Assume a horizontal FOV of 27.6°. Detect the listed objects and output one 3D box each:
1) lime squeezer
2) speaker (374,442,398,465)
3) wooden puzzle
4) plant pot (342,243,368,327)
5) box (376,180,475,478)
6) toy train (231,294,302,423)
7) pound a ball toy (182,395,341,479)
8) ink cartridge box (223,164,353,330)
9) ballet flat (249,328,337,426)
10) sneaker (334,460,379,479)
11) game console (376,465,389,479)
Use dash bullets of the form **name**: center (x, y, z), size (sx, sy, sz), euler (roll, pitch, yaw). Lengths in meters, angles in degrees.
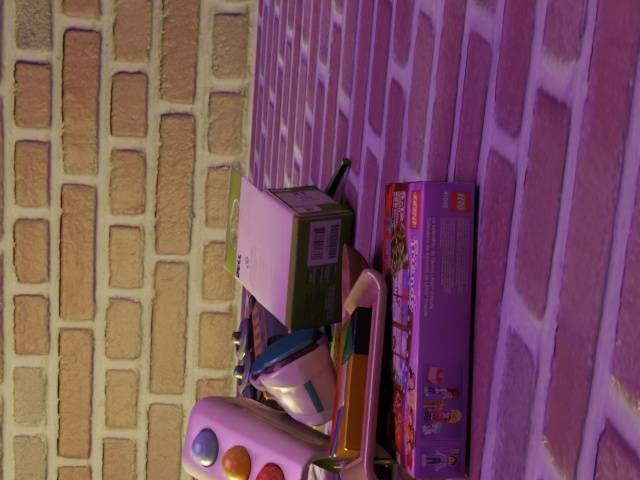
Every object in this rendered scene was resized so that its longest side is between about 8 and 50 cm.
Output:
- **lime squeezer**: center (0.000, 0.000, 2.077), size (0.110, 0.058, 0.310), euler (-108, 22, -66)
- **speaker**: center (0.070, 0.201, 1.585), size (0.055, 0.055, 0.136), euler (116, 154, -70)
- **wooden puzzle**: center (0.040, 0.167, 1.466), size (0.221, 0.044, 0.239), euler (113, 158, -75)
- **plant pot**: center (0.049, 0.122, 1.736), size (0.236, 0.032, 0.236), euler (179, 90, -88)
- **box**: center (0.106, 0.085, 1.366), size (0.201, 0.057, 0.293), euler (-171, 83, -81)
- **toy train**: center (-0.069, 0.199, 2.273), size (0.334, 0.142, 0.190), euler (-96, 24, -51)
- **pound a ball toy**: center (-0.078, 0.369, 1.893), size (0.319, 0.135, 0.208), euler (18, 99, 48)
- **ink cartridge box**: center (-0.057, 0.001, 2.048), size (0.255, 0.097, 0.189), euler (39, 130, 54)
- **ballet flat**: center (-0.027, 0.212, 1.937), size (0.400, 0.139, 0.139), euler (155, 117, -87)
- **sneaker**: center (0.040, 0.287, 1.619), size (0.067, 0.042, 0.118), euler (-46, -4, 28)
- **game console**: center (0.007, 0.462, 1.607), size (0.173, 0.250, 0.293), euler (41, 135, 43)
